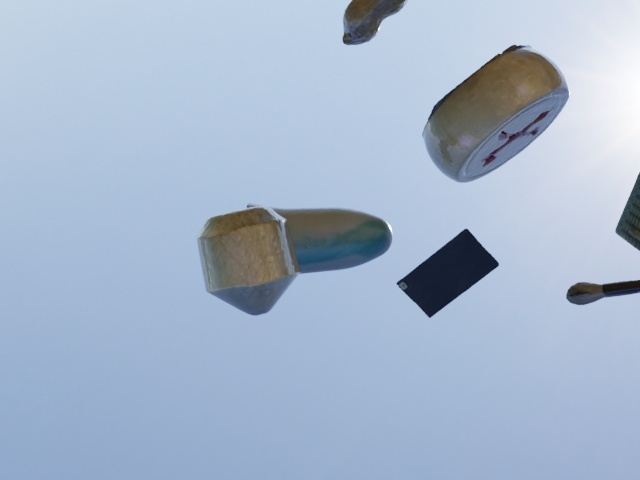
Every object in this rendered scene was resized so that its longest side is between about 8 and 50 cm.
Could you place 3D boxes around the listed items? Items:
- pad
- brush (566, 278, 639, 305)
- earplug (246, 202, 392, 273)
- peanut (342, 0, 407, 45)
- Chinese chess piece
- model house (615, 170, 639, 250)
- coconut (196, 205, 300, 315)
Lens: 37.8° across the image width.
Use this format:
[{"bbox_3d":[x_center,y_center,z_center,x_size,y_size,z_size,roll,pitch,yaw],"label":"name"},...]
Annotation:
[{"bbox_3d":[0.267,0.070,1.962,0.193,0.116,0.004,-39,-161,15],"label":"pad"},{"bbox_3d":[0.572,0.074,1.609,0.299,0.042,0.039,-11,-147,26],"label":"brush"},{"bbox_3d":[0.000,0.000,2.100,0.324,0.185,0.185,-3,-146,-1],"label":"earplug"},{"bbox_3d":[0.118,-0.480,1.894,0.228,0.104,0.085,-43,-114,29],"label":"peanut"},{"bbox_3d":[0.383,-0.273,2.054,0.338,0.338,0.140,-36,-107,-6],"label":"Chinese chess piece"},{"bbox_3d":[0.686,-0.089,1.738,0.198,0.224,0.215,30,-152,26],"label":"model house"},{"bbox_3d":[-0.146,0.045,1.900,0.202,0.222,0.202,-14,-178,1],"label":"coconut"}]
